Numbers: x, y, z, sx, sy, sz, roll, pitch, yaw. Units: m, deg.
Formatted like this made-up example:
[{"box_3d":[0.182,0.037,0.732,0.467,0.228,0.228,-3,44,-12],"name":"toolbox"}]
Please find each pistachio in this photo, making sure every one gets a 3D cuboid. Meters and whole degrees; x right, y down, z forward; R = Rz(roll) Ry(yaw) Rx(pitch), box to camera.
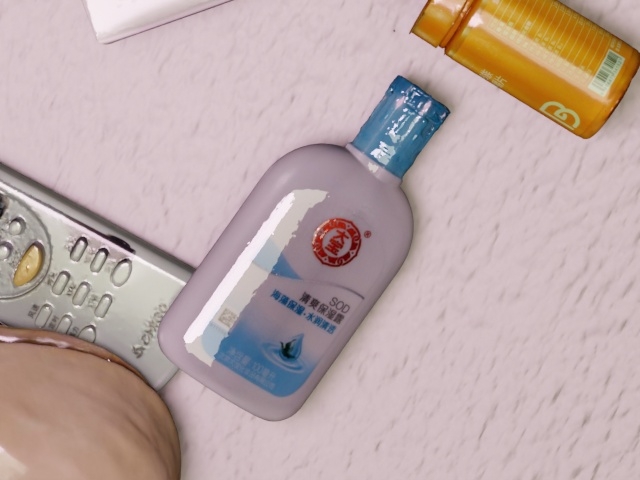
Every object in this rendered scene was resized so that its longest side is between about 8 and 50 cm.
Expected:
[{"box_3d":[-0.254,0.183,1.699,0.288,0.166,0.197,32,86,-21],"name":"pistachio"}]

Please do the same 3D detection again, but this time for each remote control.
[{"box_3d":[-0.252,0.033,1.753,0.296,0.056,0.140,29,104,-3],"name":"remote control"}]

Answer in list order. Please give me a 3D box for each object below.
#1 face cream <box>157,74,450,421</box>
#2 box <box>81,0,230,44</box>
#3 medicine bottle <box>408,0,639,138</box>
[{"box_3d":[0.000,0.000,1.707,0.163,0.080,0.336,34,94,-22],"name":"face cream"},{"box_3d":[-0.151,-0.348,1.644,0.200,0.106,0.299,-19,101,5],"name":"box"},{"box_3d":[0.185,-0.178,1.662,0.192,0.096,0.096,30,102,-3],"name":"medicine bottle"}]
